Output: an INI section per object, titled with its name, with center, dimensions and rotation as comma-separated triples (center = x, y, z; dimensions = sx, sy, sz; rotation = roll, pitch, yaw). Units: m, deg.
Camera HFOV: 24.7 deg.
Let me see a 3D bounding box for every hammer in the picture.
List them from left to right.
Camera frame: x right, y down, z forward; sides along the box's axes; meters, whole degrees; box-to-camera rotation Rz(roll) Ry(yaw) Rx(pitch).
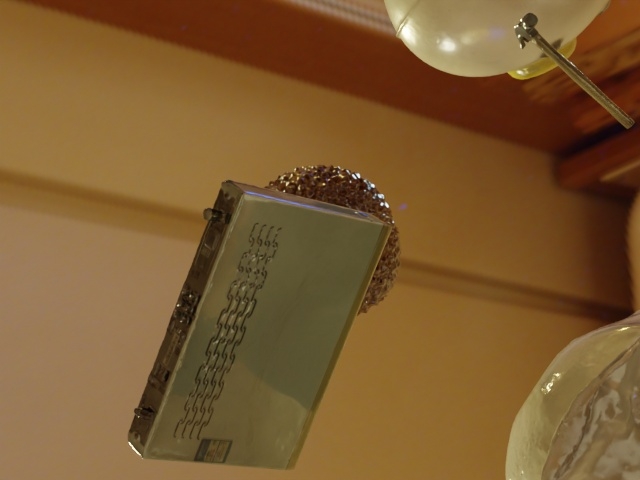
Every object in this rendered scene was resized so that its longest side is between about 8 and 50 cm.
[hammer]
center = 0.298, -0.195, 1.720
dimensions = 0.182, 0.062, 0.017
rotation = 43, -102, -3

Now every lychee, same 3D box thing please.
[lychee]
center = 0.003, 0.001, 1.648
dimensions = 0.194, 0.194, 0.194
rotation = 15, -116, -33

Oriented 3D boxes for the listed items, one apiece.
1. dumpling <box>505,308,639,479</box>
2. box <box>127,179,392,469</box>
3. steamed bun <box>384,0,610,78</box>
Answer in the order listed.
[dumpling]
center = 0.269, 0.173, 1.340
dimensions = 0.181, 0.341, 0.260
rotation = 58, -162, 13
[box]
center = -0.060, 0.085, 1.373
dimensions = 0.211, 0.045, 0.270
rotation = 10, -74, -38
[steamed bun]
center = 0.258, -0.397, 2.060
dimensions = 0.374, 0.334, 0.334
rotation = -42, -80, -35
